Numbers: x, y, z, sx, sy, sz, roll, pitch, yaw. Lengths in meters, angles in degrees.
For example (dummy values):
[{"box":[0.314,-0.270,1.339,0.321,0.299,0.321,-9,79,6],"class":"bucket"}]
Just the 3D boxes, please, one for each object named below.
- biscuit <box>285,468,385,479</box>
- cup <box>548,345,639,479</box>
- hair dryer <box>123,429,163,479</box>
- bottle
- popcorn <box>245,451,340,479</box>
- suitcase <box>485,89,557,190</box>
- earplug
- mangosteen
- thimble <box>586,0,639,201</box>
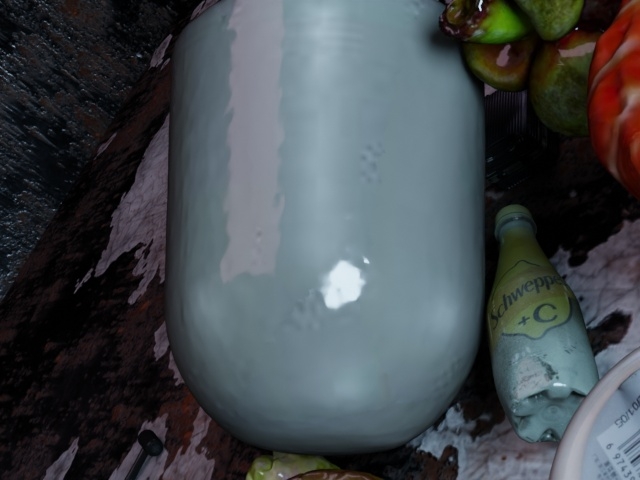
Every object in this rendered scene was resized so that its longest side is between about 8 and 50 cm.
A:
[{"box":[-0.001,0.294,0.918,0.228,0.031,0.176,-15,71,23],"class":"biscuit"},{"box":[0.244,0.132,0.547,0.191,0.200,0.253,-31,32,41],"class":"cup"},{"box":[-0.248,0.303,1.418,0.083,0.026,0.047,-59,24,-4],"class":"hair dryer"},{"box":[0.182,0.057,0.900,0.083,0.083,0.270,-41,26,26],"class":"bottle"},{"box":[-0.024,0.256,1.006,0.097,0.089,0.109,-7,53,33],"class":"popcorn"},{"box":[0.212,-0.119,1.115,0.086,0.059,0.126,-34,33,39],"class":"suitcase"},{"box":[0.000,0.000,0.976,0.312,0.312,0.394,-22,60,50],"class":"earplug"},{"box":[0.255,-0.244,0.886,0.300,0.300,0.300,-41,27,26],"class":"mangosteen"},{"box":[0.354,-0.106,0.634,0.350,0.230,0.350,-42,27,27],"class":"thimble"}]
